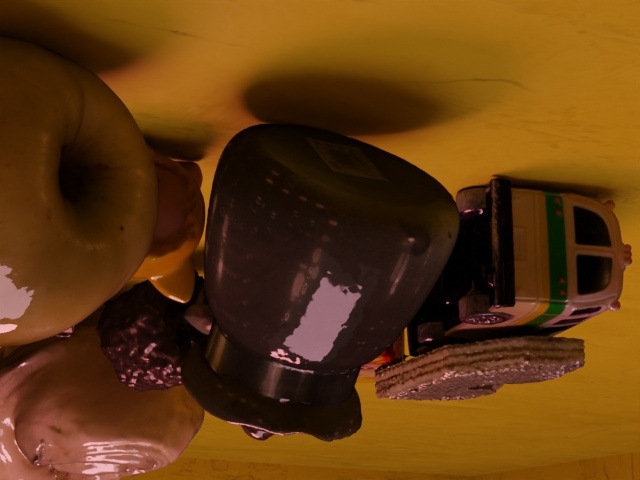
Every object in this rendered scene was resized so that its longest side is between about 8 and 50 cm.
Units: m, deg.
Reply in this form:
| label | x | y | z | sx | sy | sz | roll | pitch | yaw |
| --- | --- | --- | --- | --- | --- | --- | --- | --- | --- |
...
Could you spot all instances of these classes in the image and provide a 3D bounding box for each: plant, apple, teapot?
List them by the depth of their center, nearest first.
| label | x | y | z | sx | sy | sz | roll | pitch | yaw |
| --- | --- | --- | --- | --- | --- | --- | --- | --- | --- |
| apple | -0.264 | -0.034 | 1.181 | 0.262 | 0.262 | 0.262 | 0 | 165 | 0 |
| teapot | -0.046 | 0.042 | 1.372 | 0.305 | 0.285 | 0.223 | 30 | -159 | 31 |
| plant | -0.137 | 0.095 | 1.851 | 0.275 | 0.149 | 0.146 | -21 | -158 | 21 |

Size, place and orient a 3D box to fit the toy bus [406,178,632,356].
| label | x | y | z | sx | sy | sz | roll | pitch | yaw |
| --- | --- | --- | --- | --- | --- | --- | --- | --- | --- |
| toy bus | 0.211 | 0.042 | 1.675 | 0.179 | 0.143 | 0.305 | 3 | 164 | -14 |

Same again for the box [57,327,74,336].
| label | x | y | z | sx | sy | sz | roll | pitch | yaw |
| --- | --- | --- | --- | --- | --- | --- | --- | --- | --- |
| box | -0.391 | 0.042 | 1.750 | 0.203 | 0.106 | 0.251 | 3 | 166 | -8 |

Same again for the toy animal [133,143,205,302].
| label | x | y | z | sx | sy | sz | roll | pitch | yaw |
| --- | --- | --- | --- | --- | --- | --- | --- | --- | --- |
| toy animal | -0.227 | -0.019 | 1.438 | 0.230 | 0.156 | 0.156 | 2 | 165 | -2 |

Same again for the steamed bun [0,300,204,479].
| label | x | y | z | sx | sy | sz | roll | pitch | yaw |
| --- | --- | --- | --- | --- | --- | --- | --- | --- | --- |
| steamed bun | -0.342 | 0.201 | 2.085 | 0.339 | 0.247 | 0.352 | -14 | -162 | 13 |

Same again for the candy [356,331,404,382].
| label | x | y | z | sx | sy | sz | roll | pitch | yaw |
| --- | --- | --- | --- | --- | --- | --- | --- | --- | --- |
| candy | 0.051 | 0.090 | 1.858 | 0.088 | 0.146 | 0.276 | -2 | 164 | 8 |

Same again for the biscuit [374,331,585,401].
| label | x | y | z | sx | sy | sz | roll | pitch | yaw |
| --- | --- | --- | --- | --- | --- | --- | --- | --- | --- |
| biscuit | 0.179 | 0.147 | 1.700 | 0.147 | 0.046 | 0.250 | 4 | 164 | -26 |
